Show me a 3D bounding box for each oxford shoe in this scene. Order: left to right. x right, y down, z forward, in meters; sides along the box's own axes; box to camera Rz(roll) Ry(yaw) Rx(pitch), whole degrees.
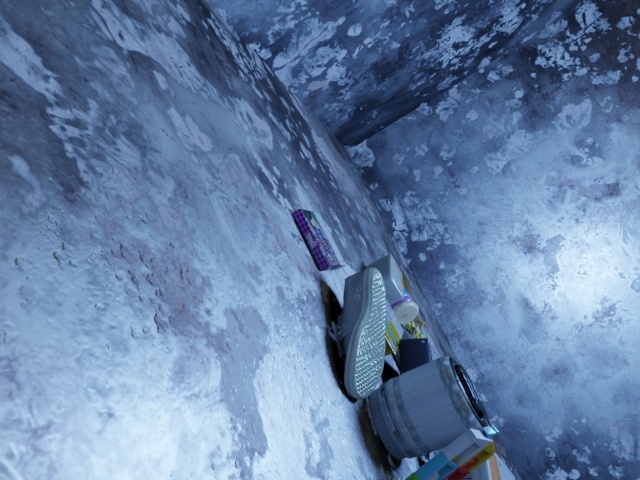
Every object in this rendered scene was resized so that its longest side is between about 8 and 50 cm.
[{"bbox_3d":[0.114,0.269,1.256,0.169,0.130,0.449,57,29,-34],"label":"oxford shoe"}]

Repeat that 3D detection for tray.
[{"bbox_3d":[0.469,0.281,2.419,0.202,0.076,0.410,53,16,-26],"label":"tray"}]

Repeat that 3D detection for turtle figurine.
[{"bbox_3d":[0.467,0.432,2.117,0.217,0.087,0.269,53,24,3],"label":"turtle figurine"}]

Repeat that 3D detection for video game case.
[{"bbox_3d":[0.000,0.000,1.506,0.231,0.042,0.210,63,16,10],"label":"video game case"}]

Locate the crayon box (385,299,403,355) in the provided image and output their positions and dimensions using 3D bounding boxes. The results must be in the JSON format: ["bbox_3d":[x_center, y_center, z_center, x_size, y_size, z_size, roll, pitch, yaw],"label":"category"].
[{"bbox_3d":[0.216,0.309,1.557,0.203,0.083,0.323,62,15,6],"label":"crayon box"}]

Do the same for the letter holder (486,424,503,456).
[{"bbox_3d":[0.542,0.772,1.679,0.301,0.215,0.152,61,-16,2],"label":"letter holder"}]

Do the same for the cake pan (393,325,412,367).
[{"bbox_3d":[0.381,0.507,1.771,0.293,0.054,0.293,53,17,-24],"label":"cake pan"}]

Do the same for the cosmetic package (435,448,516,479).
[{"bbox_3d":[0.532,0.837,1.351,0.453,0.162,0.229,51,31,-37],"label":"cosmetic package"}]

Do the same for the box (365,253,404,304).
[{"bbox_3d":[0.288,0.184,1.894,0.121,0.148,0.311,59,17,-9],"label":"box"}]

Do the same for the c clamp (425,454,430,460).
[{"bbox_3d":[0.344,0.681,1.385,0.137,0.022,0.161,54,8,9],"label":"c clamp"}]

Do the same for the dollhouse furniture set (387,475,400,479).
[{"bbox_3d":[0.193,0.674,0.865,0.301,0.151,0.197,50,-13,31],"label":"dollhouse furniture set"}]

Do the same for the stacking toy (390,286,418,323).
[{"bbox_3d":[0.361,0.254,2.066,0.141,0.141,0.330,48,12,-37],"label":"stacking toy"}]

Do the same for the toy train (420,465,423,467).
[{"bbox_3d":[0.338,0.718,1.312,0.083,0.024,0.017,38,27,-55],"label":"toy train"}]

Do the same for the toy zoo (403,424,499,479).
[{"bbox_3d":[0.347,0.585,1.082,0.192,0.293,0.030,47,5,-42],"label":"toy zoo"}]

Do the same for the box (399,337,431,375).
[{"bbox_3d":[0.350,0.472,1.485,0.153,0.108,0.207,-78,155,-50],"label":"box"}]

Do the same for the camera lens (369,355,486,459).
[{"bbox_3d":[0.307,0.475,1.182,0.219,0.275,0.219,54,17,-24],"label":"camera lens"}]
